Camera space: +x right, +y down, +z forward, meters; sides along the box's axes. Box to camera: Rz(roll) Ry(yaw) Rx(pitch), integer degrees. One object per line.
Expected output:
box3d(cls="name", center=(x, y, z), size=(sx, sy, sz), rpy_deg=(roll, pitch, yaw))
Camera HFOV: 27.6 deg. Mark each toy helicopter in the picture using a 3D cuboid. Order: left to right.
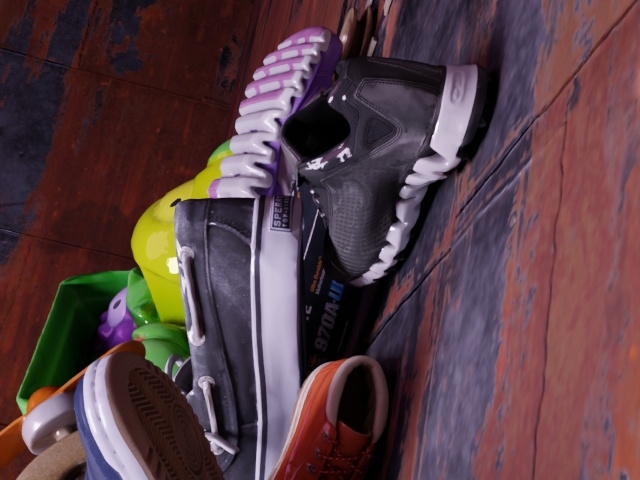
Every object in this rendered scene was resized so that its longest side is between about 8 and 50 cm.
box3d(cls="toy helicopter", center=(-0.139, 0.164, 1.099), size=(0.355, 0.235, 0.140), rpy_deg=(-50, -21, -38))

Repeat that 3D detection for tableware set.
box3d(cls="tableware set", center=(0.040, -0.236, 1.264), size=(0.128, 0.039, 0.194), rpy_deg=(-88, 15, -56))

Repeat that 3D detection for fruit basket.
box3d(cls="fruit basket", center=(-0.153, 0.072, 1.357), size=(0.392, 0.283, 0.392), rpy_deg=(178, 90, -87))

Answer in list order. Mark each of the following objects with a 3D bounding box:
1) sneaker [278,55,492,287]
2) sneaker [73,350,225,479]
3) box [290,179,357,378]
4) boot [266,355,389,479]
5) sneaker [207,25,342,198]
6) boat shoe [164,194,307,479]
box3d(cls="sneaker", center=(0.021, -0.047, 0.830), size=(0.234, 0.106, 0.078), rpy_deg=(118, 165, -59))
box3d(cls="sneaker", center=(-0.126, 0.193, 0.795), size=(0.099, 0.153, 0.282), rpy_deg=(-93, -15, -52))
box3d(cls="box", center=(0.000, 0.000, 1.079), size=(0.220, 0.051, 0.175), rpy_deg=(-99, 24, -71))
box3d(cls="boot", center=(0.003, 0.145, 0.805), size=(0.084, 0.059, 0.157), rpy_deg=(139, 146, -67))
box3d(cls="sneaker", center=(-0.027, -0.086, 1.233), size=(0.095, 0.105, 0.236), rpy_deg=(6, 72, 62))
box3d(cls="boat shoe", center=(-0.064, 0.112, 0.934), size=(0.113, 0.105, 0.306), rpy_deg=(-85, -4, -60))
